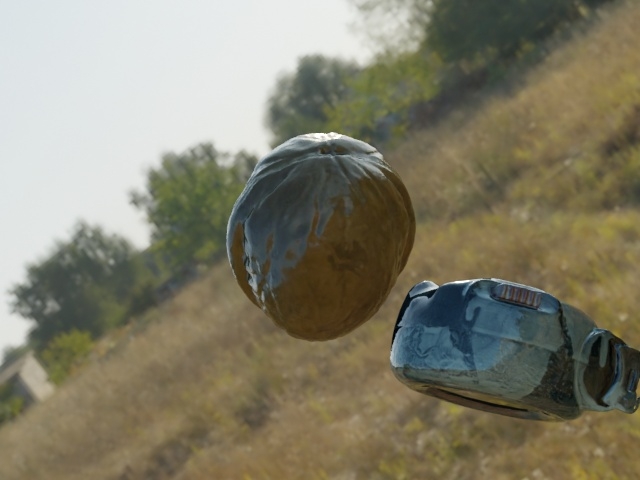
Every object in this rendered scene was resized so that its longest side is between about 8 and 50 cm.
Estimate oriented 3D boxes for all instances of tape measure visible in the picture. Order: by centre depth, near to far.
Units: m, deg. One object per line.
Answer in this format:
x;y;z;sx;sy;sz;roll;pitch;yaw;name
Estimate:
0.226;0.136;1.546;0.256;0.275;0.147;160;127;-68;tape measure

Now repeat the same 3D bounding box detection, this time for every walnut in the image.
0.000;0.000;1.973;0.333;0.333;0.333;-38;2;2;walnut
